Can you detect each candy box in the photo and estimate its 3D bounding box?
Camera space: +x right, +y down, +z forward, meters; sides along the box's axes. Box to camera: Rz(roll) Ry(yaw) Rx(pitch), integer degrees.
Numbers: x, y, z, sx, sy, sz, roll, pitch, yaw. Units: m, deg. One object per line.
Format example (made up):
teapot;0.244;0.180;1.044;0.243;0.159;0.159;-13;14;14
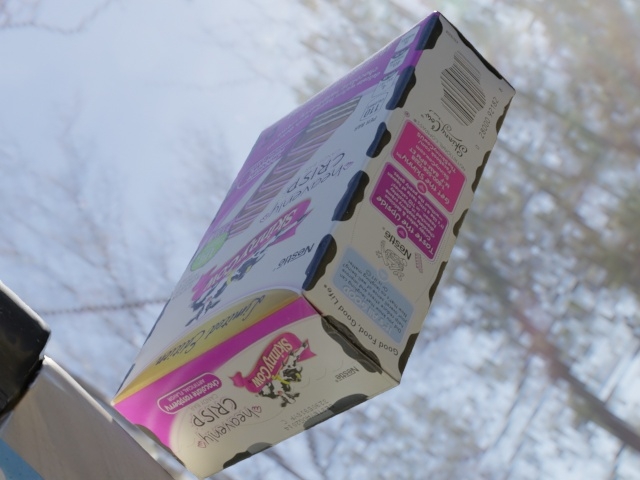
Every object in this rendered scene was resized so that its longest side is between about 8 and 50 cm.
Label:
candy box;0.000;0.000;0.911;0.159;0.071;0.233;-31;24;41

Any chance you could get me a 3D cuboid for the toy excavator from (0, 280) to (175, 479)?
toy excavator;-0.186;0.220;0.716;0.433;0.222;0.445;-28;23;40
